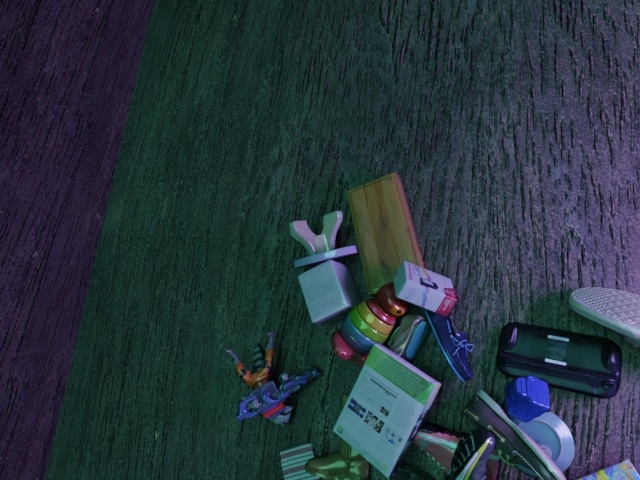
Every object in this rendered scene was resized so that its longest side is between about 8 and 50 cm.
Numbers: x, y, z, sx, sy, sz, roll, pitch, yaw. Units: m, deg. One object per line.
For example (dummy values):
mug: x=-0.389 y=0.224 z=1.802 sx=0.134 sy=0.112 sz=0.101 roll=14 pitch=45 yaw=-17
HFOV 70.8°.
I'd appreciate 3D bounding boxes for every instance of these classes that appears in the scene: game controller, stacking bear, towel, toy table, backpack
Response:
game controller: x=0.684 y=0.340 z=1.307 sx=0.318 sy=0.067 sz=0.167 roll=7 pitch=66 yaw=29
stacking bear: x=0.183 y=0.267 z=1.517 sx=0.289 sy=0.175 sz=0.164 roll=-51 pitch=24 yaw=15
towel: x=-0.065 y=0.833 z=1.595 sx=0.144 sy=0.029 sz=0.197 roll=-24 pitch=64 yaw=21
toy table: x=0.000 y=0.000 z=1.672 sx=0.274 sy=0.252 sz=0.161 roll=-17 pitch=83 yaw=29
backpack: x=0.579 y=0.449 z=1.286 sx=0.101 sy=0.120 sz=0.098 roll=25 pitch=45 yaw=7

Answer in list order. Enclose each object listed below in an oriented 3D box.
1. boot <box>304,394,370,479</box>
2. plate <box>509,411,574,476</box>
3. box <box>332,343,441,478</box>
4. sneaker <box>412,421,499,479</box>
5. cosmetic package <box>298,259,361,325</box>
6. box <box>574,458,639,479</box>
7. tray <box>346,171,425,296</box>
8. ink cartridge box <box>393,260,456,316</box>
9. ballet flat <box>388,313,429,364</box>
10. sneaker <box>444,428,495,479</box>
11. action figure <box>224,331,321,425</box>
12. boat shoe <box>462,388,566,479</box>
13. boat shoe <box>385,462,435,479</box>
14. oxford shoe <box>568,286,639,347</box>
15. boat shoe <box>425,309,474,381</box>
boot: x=0.075 y=0.662 z=1.529 sx=0.235 sy=0.089 sz=0.270 roll=4 pitch=79 yaw=14
plate: x=0.620 y=0.577 z=1.290 sx=0.188 sy=0.024 sz=0.188 roll=-8 pitch=72 yaw=26
box: x=0.199 y=0.519 z=1.396 sx=0.232 sy=0.058 sz=0.322 roll=29 pitch=98 yaw=36
sneaker: x=0.375 y=0.641 z=1.354 sx=0.313 sy=0.116 sz=0.136 roll=4 pitch=80 yaw=29
cosmetic package: x=0.039 y=0.192 z=1.635 sx=0.151 sy=0.151 sz=0.184 roll=-29 pitch=64 yaw=19
box: x=0.698 y=0.729 z=1.087 sx=0.289 sy=0.177 sz=0.279 roll=-33 pitch=51 yaw=17
tray: x=0.234 y=-0.023 z=1.633 sx=0.202 sy=0.076 sz=0.412 roll=-20 pitch=69 yaw=23
ink cartridge box: x=0.330 y=0.151 z=1.437 sx=0.175 sy=0.127 sz=0.072 roll=22 pitch=118 yaw=-6
ballet flat: x=0.259 y=0.389 z=1.506 sx=0.106 sy=0.107 sz=0.316 roll=23 pitch=83 yaw=51
sneaker: x=0.425 y=0.657 z=1.247 sx=0.121 sy=0.111 sz=0.300 roll=18 pitch=107 yaw=4
action figure: x=-0.169 y=0.521 z=1.693 sx=0.341 sy=0.178 sz=0.331 roll=-20 pitch=72 yaw=-7
boat shoe: x=0.520 y=0.551 z=1.240 sx=0.097 sy=0.116 sz=0.324 roll=-45 pitch=32 yaw=2
boat shoe: x=0.330 y=0.788 z=1.349 sx=0.335 sy=0.095 sz=0.112 roll=28 pitch=91 yaw=31
oxford shoe: x=0.883 y=0.248 z=1.174 sx=0.449 sy=0.169 sz=0.130 roll=21 pitch=132 yaw=33
boat shoe: x=0.419 y=0.311 z=1.424 sx=0.089 sy=0.109 sz=0.259 roll=-29 pitch=67 yaw=15
